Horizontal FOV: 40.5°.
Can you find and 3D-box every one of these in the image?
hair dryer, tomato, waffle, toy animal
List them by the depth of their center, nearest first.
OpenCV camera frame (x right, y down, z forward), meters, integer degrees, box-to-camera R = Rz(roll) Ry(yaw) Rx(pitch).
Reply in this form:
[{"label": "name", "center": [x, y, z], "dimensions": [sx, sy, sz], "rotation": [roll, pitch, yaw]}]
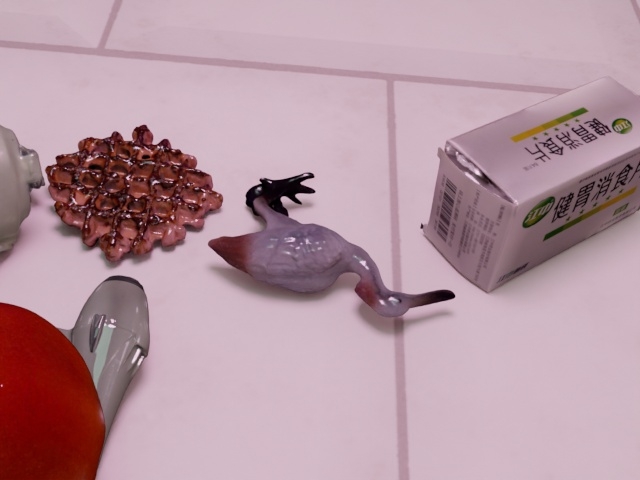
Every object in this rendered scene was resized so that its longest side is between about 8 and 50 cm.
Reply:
[{"label": "tomato", "center": [-0.361, 0.188, 0.818], "dimensions": [0.298, 0.226, 0.299], "rotation": [-8, 57, 13]}, {"label": "hair dryer", "center": [-0.319, 0.165, 0.985], "dimensions": [0.267, 0.092, 0.229], "rotation": [-15, 54, -1]}, {"label": "toy animal", "center": [-0.006, 0.017, 1.131], "dimensions": [0.195, 0.090, 0.324], "rotation": [-32, 55, -31]}, {"label": "waffle", "center": [-0.267, -0.073, 1.219], "dimensions": [0.221, 0.055, 0.234], "rotation": [-32, 62, -33]}]

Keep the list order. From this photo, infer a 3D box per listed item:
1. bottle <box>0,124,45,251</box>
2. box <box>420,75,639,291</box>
[{"label": "bottle", "center": [-0.511, -0.055, 1.072], "dimensions": [0.351, 0.229, 0.229], "rotation": [-13, 49, -28]}, {"label": "box", "center": [0.312, -0.084, 1.205], "dimensions": [0.332, 0.173, 0.145], "rotation": [-24, 52, -26]}]
